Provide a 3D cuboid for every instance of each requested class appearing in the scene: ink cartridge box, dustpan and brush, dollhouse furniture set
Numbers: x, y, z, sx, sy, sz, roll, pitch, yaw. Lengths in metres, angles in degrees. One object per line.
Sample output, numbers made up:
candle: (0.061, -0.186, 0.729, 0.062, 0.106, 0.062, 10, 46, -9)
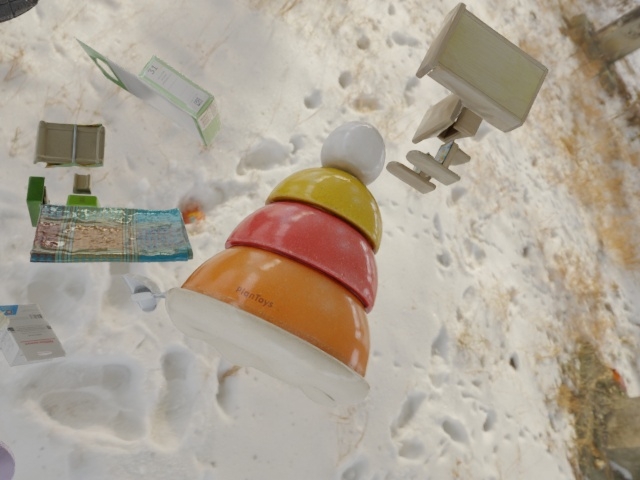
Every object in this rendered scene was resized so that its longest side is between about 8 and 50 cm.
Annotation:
ink cartridge box: (-0.694, 0.234, 1.244, 0.180, 0.060, 0.104, 45, 18, 26)
ink cartridge box: (-0.287, -0.269, 0.916, 0.235, 0.171, 0.056, 36, 83, -1)
dustpan and brush: (-0.531, 0.167, 1.645, 0.147, 0.211, 0.060, 69, 27, -24)
dollhouse furniture set: (0.316, -0.362, 1.322, 0.256, 0.394, 0.362, 31, 78, -11)
dollhouse furniture set: (-0.770, -0.203, 1.613, 0.197, 0.151, 0.301, 2, 63, -20)

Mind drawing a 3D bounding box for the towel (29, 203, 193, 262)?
towel: (-0.531, -0.022, 1.364, 0.370, 0.040, 0.271, 1, 29, -23)

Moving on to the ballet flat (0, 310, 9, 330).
ballet flat: (-0.570, 0.003, 0.700, 0.409, 0.147, 0.147, 48, 43, 3)

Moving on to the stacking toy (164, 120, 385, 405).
stacking toy: (0.000, 0.000, 0.888, 0.350, 0.350, 0.480, 36, 70, -26)

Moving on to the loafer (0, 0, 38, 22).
loafer: (-0.554, -0.485, 0.947, 0.095, 0.109, 0.302, 38, 57, 7)

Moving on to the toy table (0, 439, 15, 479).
toy table: (-0.732, 0.464, 0.985, 0.274, 0.161, 0.252, -1, 96, -29)
